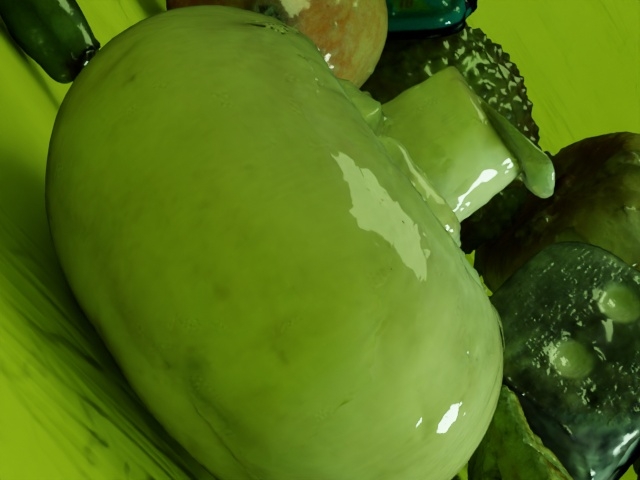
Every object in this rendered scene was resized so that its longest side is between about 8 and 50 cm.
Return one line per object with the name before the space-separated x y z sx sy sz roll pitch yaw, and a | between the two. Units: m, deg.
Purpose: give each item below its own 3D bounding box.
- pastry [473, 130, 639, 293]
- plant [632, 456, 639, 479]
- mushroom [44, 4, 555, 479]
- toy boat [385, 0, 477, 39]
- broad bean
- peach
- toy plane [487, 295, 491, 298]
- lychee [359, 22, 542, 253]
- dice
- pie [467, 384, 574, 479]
pastry | 0.275 -0.021 1.729 0.121 0.257 0.236 51 23 -17
plant | 0.420 0.230 1.514 0.213 0.215 0.312 52 -6 4
mushroom | 0.000 0.000 0.701 0.246 0.202 0.246 58 -4 6
toy boat | 0.005 -0.262 1.614 0.134 0.298 0.092 -62 149 -55
broad bean | -0.192 -0.178 0.842 0.254 0.046 0.065 53 6 -26
peach | -0.037 -0.213 1.451 0.232 0.232 0.232 54 7 -10
toy plane | 0.197 0.137 1.780 0.252 0.118 0.252 55 4 -5
lychee | 0.100 -0.106 1.671 0.270 0.270 0.320 56 -28 4
dice | 0.221 0.127 1.445 0.181 0.183 0.182 40 -31 15
pie | 0.178 0.238 1.273 0.201 0.090 0.248 62 2 -34
